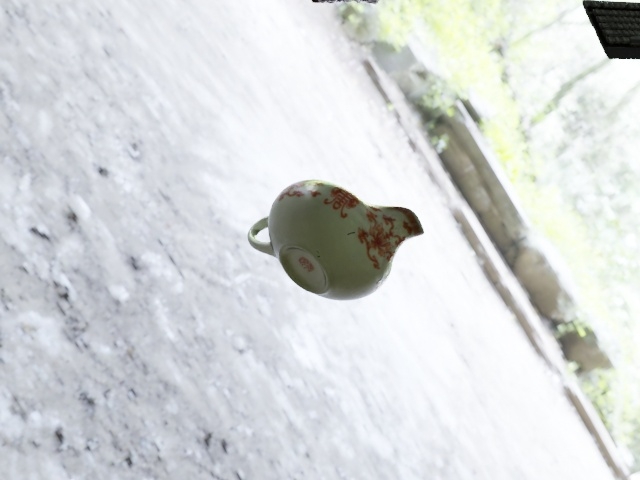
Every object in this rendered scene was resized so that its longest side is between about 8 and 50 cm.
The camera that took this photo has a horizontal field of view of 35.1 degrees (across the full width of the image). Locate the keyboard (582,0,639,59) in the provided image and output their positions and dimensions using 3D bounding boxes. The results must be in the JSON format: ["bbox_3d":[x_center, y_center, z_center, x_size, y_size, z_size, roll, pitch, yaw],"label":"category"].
[{"bbox_3d":[0.362,-0.224,1.076,0.197,0.015,0.074,-5,63,-30],"label":"keyboard"}]

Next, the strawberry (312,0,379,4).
[{"bbox_3d":[0.065,-0.406,1.283,0.220,0.274,0.274,37,21,-8],"label":"strawberry"}]

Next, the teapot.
[{"bbox_3d":[0.000,0.000,1.189,0.246,0.116,0.159,15,-30,40],"label":"teapot"}]
